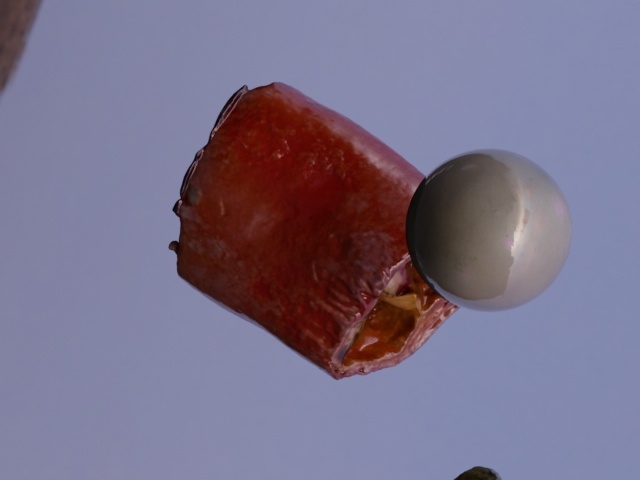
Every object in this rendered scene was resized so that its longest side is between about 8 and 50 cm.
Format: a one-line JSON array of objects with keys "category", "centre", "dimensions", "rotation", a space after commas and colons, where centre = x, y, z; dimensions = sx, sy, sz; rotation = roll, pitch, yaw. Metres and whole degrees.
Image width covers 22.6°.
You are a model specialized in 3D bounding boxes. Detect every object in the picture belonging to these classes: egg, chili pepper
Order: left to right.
[{"category": "chili pepper", "centre": [0.000, 0.000, 1.766], "dimensions": [0.251, 0.305, 0.229], "rotation": [-50, 156, -11]}, {"category": "egg", "centre": [0.153, -0.010, 1.475], "dimensions": [0.209, 0.151, 0.151], "rotation": [-104, -145, -85]}]

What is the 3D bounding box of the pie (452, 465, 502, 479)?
[{"category": "pie", "centre": [0.097, 0.193, 1.106], "dimensions": [0.084, 0.021, 0.084], "rotation": [-45, -165, 16]}]
